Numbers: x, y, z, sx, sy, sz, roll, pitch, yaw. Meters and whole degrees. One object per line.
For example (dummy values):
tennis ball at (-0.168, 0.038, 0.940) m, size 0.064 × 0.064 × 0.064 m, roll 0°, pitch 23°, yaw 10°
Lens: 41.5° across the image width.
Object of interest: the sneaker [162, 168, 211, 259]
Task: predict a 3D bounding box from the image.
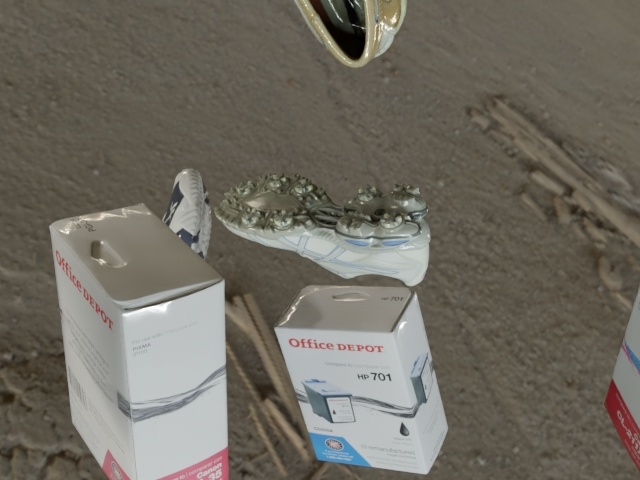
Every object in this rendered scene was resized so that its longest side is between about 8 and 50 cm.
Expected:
sneaker at (-0.229, 0.020, 1.102) m, size 0.153 × 0.234 × 0.094 m, roll 4°, pitch 3°, yaw 4°

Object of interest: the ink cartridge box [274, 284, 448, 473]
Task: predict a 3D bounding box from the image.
ink cartridge box at (0.047, 0.150, 0.917) m, size 0.140 × 0.190 × 0.082 m, roll -1°, pitch 32°, yaw 28°

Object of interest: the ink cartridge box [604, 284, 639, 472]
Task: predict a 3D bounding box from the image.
ink cartridge box at (0.270, 0.075, 0.549) m, size 0.128 × 0.175 × 0.072 m, roll -13°, pitch 49°, yaw -3°

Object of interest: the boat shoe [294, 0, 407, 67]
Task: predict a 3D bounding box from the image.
boat shoe at (-0.010, -0.167, 0.376) m, size 0.190 × 0.068 × 0.072 m, roll 59°, pitch 25°, yaw -23°

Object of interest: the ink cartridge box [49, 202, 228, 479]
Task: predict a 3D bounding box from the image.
ink cartridge box at (-0.197, 0.130, 0.927) m, size 0.117 × 0.283 × 0.207 m, roll -16°, pitch 34°, yaw -31°

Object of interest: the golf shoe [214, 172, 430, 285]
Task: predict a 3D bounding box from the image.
golf shoe at (0.000, 0.000, 0.648) m, size 0.176 × 0.086 × 0.069 m, roll 10°, pitch 47°, yaw 28°
